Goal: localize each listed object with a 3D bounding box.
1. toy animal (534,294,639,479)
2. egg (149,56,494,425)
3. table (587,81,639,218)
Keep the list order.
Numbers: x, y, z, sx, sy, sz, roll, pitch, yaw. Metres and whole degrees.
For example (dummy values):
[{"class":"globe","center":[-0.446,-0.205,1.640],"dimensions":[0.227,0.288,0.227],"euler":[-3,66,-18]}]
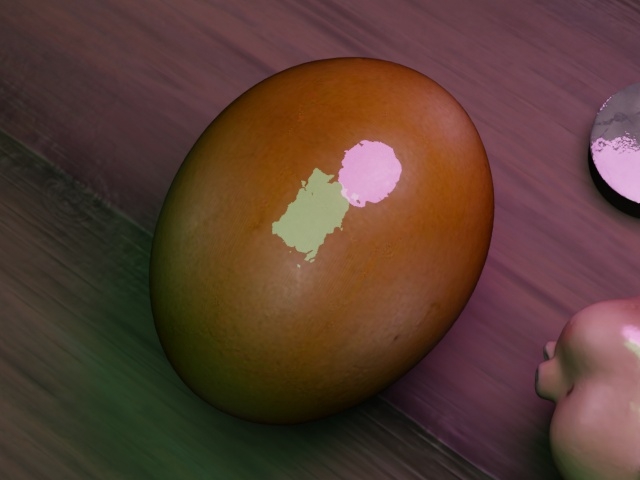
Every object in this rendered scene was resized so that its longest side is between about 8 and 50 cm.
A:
[{"class":"toy animal","center":[0.350,0.137,1.344],"dimensions":[0.326,0.237,0.269],"euler":[10,60,7]},{"class":"egg","center":[0.000,0.000,1.379],"dimensions":[0.283,0.282,0.351],"euler":[29,79,15]},{"class":"table","center":[0.328,-0.088,1.504],"dimensions":[0.134,0.043,0.133],"euler":[-2,69,5]}]
